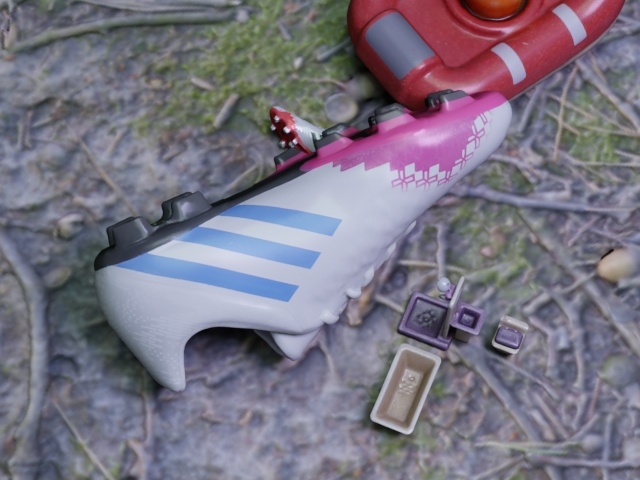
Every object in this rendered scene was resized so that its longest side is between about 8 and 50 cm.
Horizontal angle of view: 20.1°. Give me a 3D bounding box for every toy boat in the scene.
[{"bbox_3d":[0.136,-0.203,1.392,0.231,0.151,0.151,-34,71,-15],"label":"toy boat"}]

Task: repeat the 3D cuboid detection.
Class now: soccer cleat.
[{"bbox_3d":[-0.004,-0.077,1.400,0.083,0.029,0.035,42,63,12],"label":"soccer cleat"},{"bbox_3d":[0.000,0.000,1.323,0.331,0.116,0.143,-24,97,-6],"label":"soccer cleat"}]

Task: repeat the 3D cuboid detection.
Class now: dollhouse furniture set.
[{"bbox_3d":[0.091,0.085,1.298,0.091,0.081,0.114,21,67,8],"label":"dollhouse furniture set"}]
